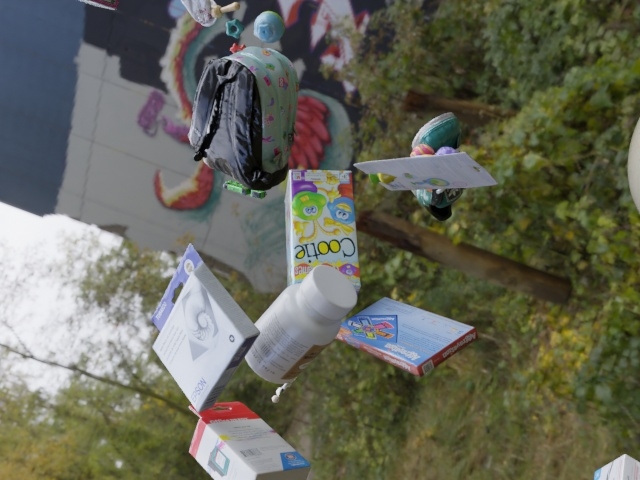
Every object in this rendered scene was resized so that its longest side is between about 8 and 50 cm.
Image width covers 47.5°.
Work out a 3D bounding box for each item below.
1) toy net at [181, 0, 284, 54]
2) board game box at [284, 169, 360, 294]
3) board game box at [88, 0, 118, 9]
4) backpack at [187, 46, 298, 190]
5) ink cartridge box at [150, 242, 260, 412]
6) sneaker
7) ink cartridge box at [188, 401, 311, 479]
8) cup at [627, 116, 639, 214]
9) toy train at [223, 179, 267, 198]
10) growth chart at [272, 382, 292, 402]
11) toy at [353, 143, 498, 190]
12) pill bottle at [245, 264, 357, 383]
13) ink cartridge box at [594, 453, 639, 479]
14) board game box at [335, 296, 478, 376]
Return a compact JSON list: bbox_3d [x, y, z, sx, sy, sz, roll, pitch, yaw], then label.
[{"bbox_3d":[-0.200,-0.480,1.615,0.045,0.232,0.122,-66,2,-54],"label":"toy net"},{"bbox_3d":[0.000,0.000,1.586,0.144,0.142,0.276,105,164,-63],"label":"board game box"},{"bbox_3d":[-0.502,-0.578,1.329,0.097,0.303,0.224,29,106,45],"label":"board game box"},{"bbox_3d":[-0.101,-0.179,1.020,0.115,0.151,0.182,-38,-37,-46],"label":"backpack"},{"bbox_3d":[-0.229,0.159,1.314,0.045,0.224,0.223,-14,-36,-48],"label":"ink cartridge box"},{"bbox_3d":[0.262,-0.148,1.532,0.108,0.121,0.302,-27,-24,-9],"label":"sneaker"},{"bbox_3d":[-0.144,0.390,1.343,0.231,0.134,0.078,30,105,44],"label":"ink cartridge box"},{"bbox_3d":[0.591,-0.138,1.016,0.237,0.331,0.331,19,-89,-58],"label":"cup"},{"bbox_3d":[-0.130,-0.087,1.243,0.023,0.083,0.017,-32,-48,-58],"label":"toy train"},{"bbox_3d":[-0.033,0.282,1.655,0.237,0.021,0.172,-47,-6,-6],"label":"growth chart"},{"bbox_3d":[0.197,-0.143,1.355,0.237,0.137,0.056,-5,68,38],"label":"toy"},{"bbox_3d":[-0.037,0.157,1.372,0.229,0.131,0.131,-49,13,31],"label":"pill bottle"},{"bbox_3d":[0.400,0.319,0.968,0.048,0.028,0.083,-60,0,-44],"label":"ink cartridge box"},{"bbox_3d":[0.155,0.179,1.404,0.281,0.145,0.027,15,128,59],"label":"board game box"}]
